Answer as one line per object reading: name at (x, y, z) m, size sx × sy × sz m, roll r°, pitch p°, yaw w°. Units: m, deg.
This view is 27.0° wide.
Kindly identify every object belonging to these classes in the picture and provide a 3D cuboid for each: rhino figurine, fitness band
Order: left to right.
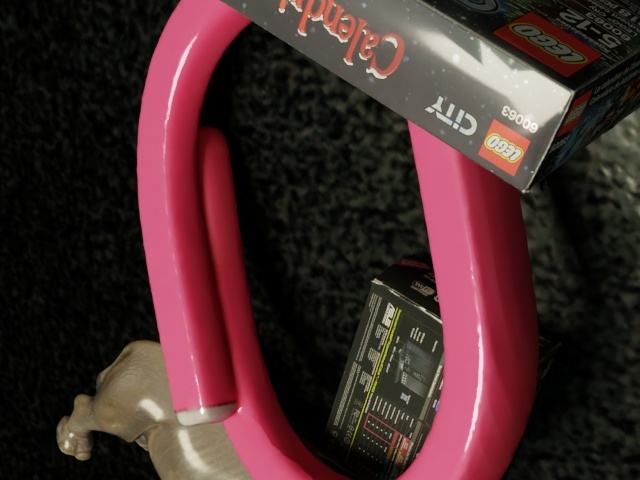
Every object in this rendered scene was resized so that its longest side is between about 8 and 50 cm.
rhino figurine at (-0.032, 0.144, 0.750) m, size 0.243 × 0.073 × 0.106 m, roll 38°, pitch 132°, yaw 5°
fitness band at (0.000, 0.000, 0.638) m, size 0.209 × 0.054 × 0.291 m, roll -14°, pitch 85°, yaw 43°

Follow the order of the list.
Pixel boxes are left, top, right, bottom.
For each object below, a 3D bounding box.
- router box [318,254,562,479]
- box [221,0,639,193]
router box at (0.058, 0.081, 0.681) m, size 0.092 × 0.038 × 0.122 m, roll 31°, pitch 125°, yaw 22°
box at (0.028, -0.120, 0.535) m, size 0.233 × 0.159 × 0.044 m, roll 34°, pitch 126°, yaw 18°
